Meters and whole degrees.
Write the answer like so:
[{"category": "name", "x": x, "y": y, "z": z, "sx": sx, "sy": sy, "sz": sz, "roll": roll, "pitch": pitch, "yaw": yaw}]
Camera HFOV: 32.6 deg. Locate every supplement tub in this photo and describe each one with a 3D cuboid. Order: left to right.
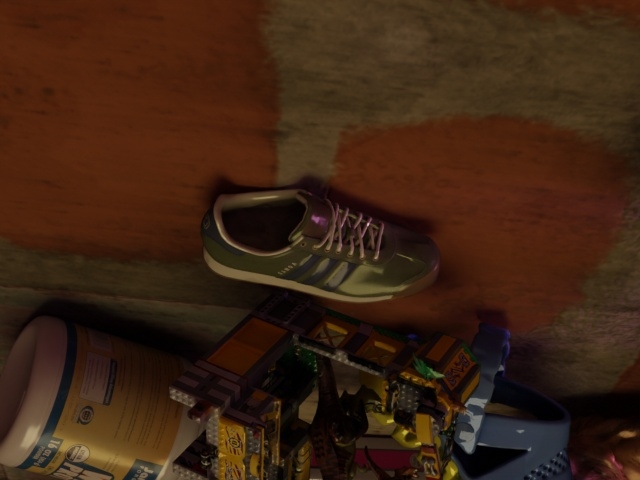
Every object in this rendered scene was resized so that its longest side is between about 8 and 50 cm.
[{"category": "supplement tub", "x": -0.203, "y": 0.166, "z": 1.059, "sx": 0.200, "sy": 0.144, "sz": 0.144, "roll": 21, "pitch": 144, "yaw": -26}]

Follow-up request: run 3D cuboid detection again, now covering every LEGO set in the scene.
[{"category": "LEGO set", "x": -0.009, "y": 0.214, "z": 0.936, "sx": 0.255, "sy": 0.192, "sz": 0.331, "roll": 27, "pitch": 129, "yaw": 19}]

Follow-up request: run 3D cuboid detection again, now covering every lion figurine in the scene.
[{"category": "lion figurine", "x": 0.389, "y": 0.204, "z": 1.105, "sx": 0.240, "sy": 0.142, "sz": 0.392, "roll": 31, "pitch": 125, "yaw": -26}]

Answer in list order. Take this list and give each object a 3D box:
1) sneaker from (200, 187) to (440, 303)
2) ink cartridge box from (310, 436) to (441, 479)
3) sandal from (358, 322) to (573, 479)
[{"category": "sneaker", "x": 0.000, "y": 0.000, "z": 0.846, "sx": 0.192, "sy": 0.064, "sz": 0.086, "roll": 5, "pitch": 153, "yaw": 3}, {"category": "ink cartridge box", "x": -0.013, "y": 0.295, "z": 1.325, "sx": 0.371, "sy": 0.069, "sz": 0.175, "roll": 0, "pitch": 149, "yaw": 2}, {"category": "sandal", "x": 0.180, "y": 0.198, "z": 1.021, "sx": 0.138, "sy": 0.126, "sz": 0.317, "roll": -37, "pitch": 101, "yaw": 27}]
